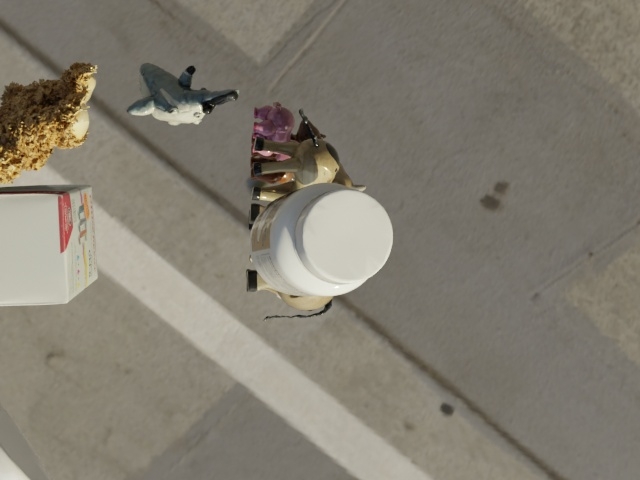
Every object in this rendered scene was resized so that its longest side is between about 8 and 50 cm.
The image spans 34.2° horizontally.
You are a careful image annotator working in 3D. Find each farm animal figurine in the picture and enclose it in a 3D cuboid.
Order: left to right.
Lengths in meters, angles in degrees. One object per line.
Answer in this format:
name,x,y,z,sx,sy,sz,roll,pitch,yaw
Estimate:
farm animal figurine,-0.018,-0.041,1.524,0.172,0.330,0.326,2,101,-5

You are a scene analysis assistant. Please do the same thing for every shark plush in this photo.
shark plush,-0.161,-0.171,1.189,0.161,0.073,0.067,9,89,53

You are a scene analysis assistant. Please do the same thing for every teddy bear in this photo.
teddy bear,-0.499,-0.181,1.694,0.338,0.245,0.113,-12,143,34

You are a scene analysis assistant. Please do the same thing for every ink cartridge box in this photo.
ink cartridge box,-0.347,0.001,1.241,0.128,0.176,0.128,-2,97,-2

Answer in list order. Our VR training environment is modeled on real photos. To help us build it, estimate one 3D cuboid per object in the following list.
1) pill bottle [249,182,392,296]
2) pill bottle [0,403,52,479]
pill bottle,0.000,0.000,1.213,0.131,0.131,0.229,44,168,-9
pill bottle,-0.400,0.265,0.870,0.188,0.334,0.188,52,169,14
